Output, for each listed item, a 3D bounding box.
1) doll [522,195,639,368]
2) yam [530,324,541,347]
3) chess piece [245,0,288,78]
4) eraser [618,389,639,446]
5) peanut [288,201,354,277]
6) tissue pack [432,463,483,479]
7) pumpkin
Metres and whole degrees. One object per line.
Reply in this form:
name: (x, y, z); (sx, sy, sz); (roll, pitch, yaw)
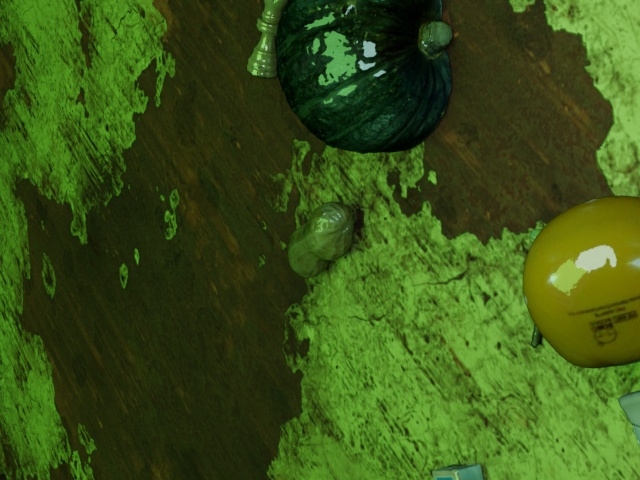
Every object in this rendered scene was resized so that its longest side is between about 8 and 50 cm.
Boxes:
doll: (0.348, 0.030, 1.623); (0.236, 0.213, 0.213); (-73, -1, -58)
yam: (0.302, 0.097, 1.856); (0.014, 0.014, 0.107); (36, 126, 50)
chess piece: (-0.086, -0.369, 2.350); (0.060, 0.060, 0.172); (44, 129, 46)
eraser: (0.461, 0.249, 1.586); (0.243, 0.059, 0.204); (-40, 62, 58)
peanut: (0.001, 0.002, 2.264); (0.193, 0.089, 0.089); (-48, 57, 56)
tissue pack: (0.210, 0.382, 2.023); (0.074, 0.059, 0.094); (-15, 84, 56)
pumpkin: (0.048, -0.274, 2.019); (0.263, 0.197, 0.293); (-17, 84, 56)
